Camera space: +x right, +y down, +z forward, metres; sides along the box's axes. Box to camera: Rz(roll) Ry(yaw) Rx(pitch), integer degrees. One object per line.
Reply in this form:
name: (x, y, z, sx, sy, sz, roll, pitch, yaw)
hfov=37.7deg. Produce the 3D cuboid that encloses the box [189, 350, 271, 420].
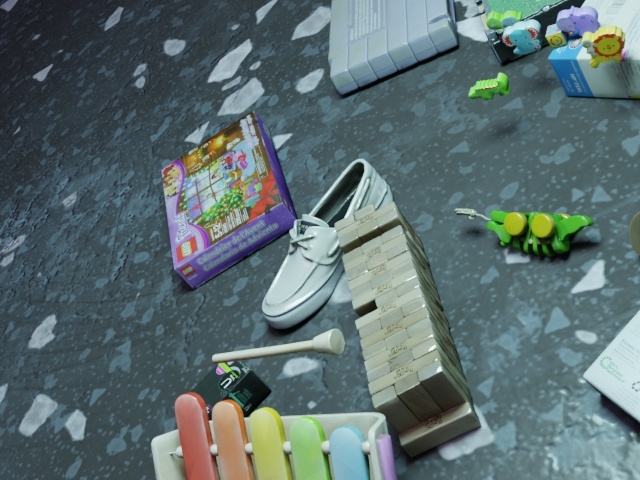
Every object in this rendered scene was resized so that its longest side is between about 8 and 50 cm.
box: (-0.119, 0.199, 1.227, 0.083, 0.052, 0.062, -46, 36, -9)

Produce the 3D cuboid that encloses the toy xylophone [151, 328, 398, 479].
toy xylophone: (-0.050, 0.230, 1.030, 0.322, 0.236, 0.081, -19, -4, 33)

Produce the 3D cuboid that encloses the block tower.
block tower: (0.096, 0.089, 1.132, 0.091, 0.097, 0.335, -29, 39, 14)

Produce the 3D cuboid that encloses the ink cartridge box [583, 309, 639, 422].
ink cartridge box: (0.395, 0.107, 0.873, 0.224, 0.045, 0.223, -50, 37, 3)

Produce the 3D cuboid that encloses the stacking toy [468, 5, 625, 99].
stacking toy: (0.306, -0.283, 1.258, 0.221, 0.052, 0.167, -13, 43, 36)

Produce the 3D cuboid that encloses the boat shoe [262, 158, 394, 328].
boat shoe: (0.000, 0.000, 1.308, 0.267, 0.088, 0.096, -48, 38, -14)

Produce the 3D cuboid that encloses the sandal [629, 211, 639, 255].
sandal: (0.439, -0.009, 0.970, 0.240, 0.079, 0.088, 4, 95, 61)

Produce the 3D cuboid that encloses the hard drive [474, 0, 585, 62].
hard drive: (0.403, -0.423, 1.442, 0.338, 0.064, 0.237, -24, 39, 17)

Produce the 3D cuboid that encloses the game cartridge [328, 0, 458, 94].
game cartridge: (0.124, -0.414, 1.669, 0.230, 0.068, 0.355, -24, 39, 25)

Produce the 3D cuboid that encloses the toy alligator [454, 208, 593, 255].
toy alligator: (0.244, -0.010, 1.151, 0.189, 0.056, 0.051, 5, 95, 43)

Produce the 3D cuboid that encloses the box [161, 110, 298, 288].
box: (-0.157, -0.075, 1.542, 0.201, 0.057, 0.293, -32, 37, 9)

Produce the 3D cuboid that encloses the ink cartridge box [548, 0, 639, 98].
ink cartridge box: (0.436, -0.257, 1.225, 0.231, 0.078, 0.134, 13, 60, 47)
